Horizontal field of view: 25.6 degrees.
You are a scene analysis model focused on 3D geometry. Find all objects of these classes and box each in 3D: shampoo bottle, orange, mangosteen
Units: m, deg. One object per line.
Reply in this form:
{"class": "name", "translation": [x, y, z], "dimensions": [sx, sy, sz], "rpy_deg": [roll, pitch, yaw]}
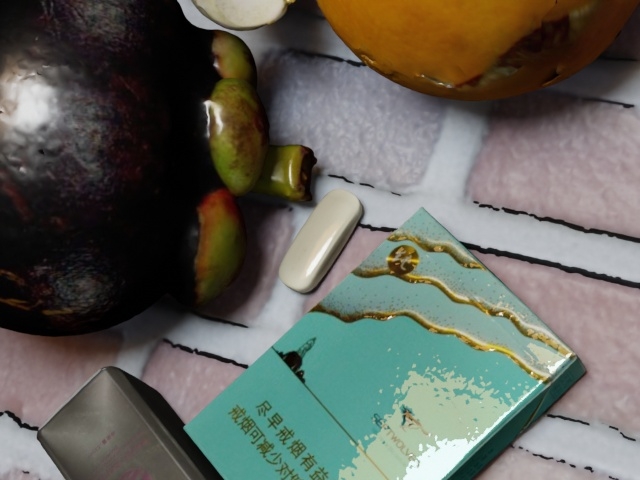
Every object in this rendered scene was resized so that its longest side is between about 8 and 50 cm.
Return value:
{"class": "shampoo bottle", "translation": [-0.091, 0.196, 0.949], "dimensions": [0.080, 0.079, 0.246], "rpy_deg": [-45, 58, 1]}
{"class": "orange", "translation": [0.106, -0.211, 0.947], "dimensions": [0.246, 0.246, 0.246], "rpy_deg": [-9, 65, 20]}
{"class": "mangosteen", "translation": [-0.151, -0.064, 1.011], "dimensions": [0.302, 0.275, 0.275], "rpy_deg": [8, 68, -9]}

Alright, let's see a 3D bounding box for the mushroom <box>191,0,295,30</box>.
{"class": "mushroom", "translation": [-0.042, -0.281, 1.077], "dimensions": [0.123, 0.095, 0.351], "rpy_deg": [-40, 31, 42]}

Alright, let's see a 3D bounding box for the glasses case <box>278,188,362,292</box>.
{"class": "glasses case", "translation": [0.000, 0.000, 1.028], "dimensions": [0.032, 0.021, 0.083], "rpy_deg": [28, 82, 32]}

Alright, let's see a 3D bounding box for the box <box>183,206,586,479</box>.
{"class": "box", "translation": [0.040, 0.108, 0.946], "dimensions": [0.229, 0.041, 0.162], "rpy_deg": [-43, 59, -2]}
